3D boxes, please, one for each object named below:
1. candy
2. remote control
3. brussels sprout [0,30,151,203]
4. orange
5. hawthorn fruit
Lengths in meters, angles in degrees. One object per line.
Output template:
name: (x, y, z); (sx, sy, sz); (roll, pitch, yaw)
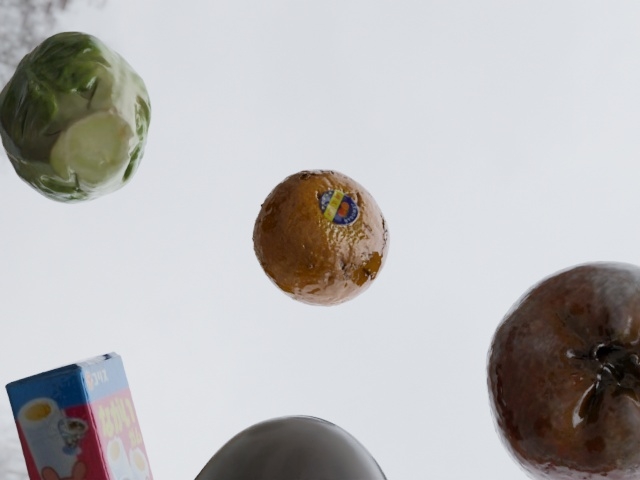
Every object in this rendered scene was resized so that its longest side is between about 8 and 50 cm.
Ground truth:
candy: (-0.252, 0.287, 1.610); (0.157, 0.100, 0.306); (-11, 87, -80)
remote control: (-0.061, 0.286, 1.105); (0.332, 0.103, 0.221); (-54, -129, 17)
brussels sprout: (-0.239, -0.113, 1.397); (0.161, 0.144, 0.180); (-46, -144, 16)
orange: (-0.001, 0.001, 1.389); (0.117, 0.136, 0.135); (119, -28, -44)
hawthorn fruit: (0.278, 0.155, 1.404); (0.231, 0.263, 0.235); (24, -127, 39)
